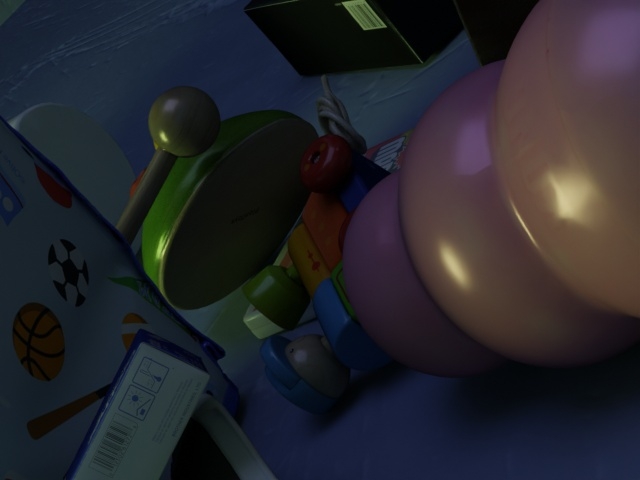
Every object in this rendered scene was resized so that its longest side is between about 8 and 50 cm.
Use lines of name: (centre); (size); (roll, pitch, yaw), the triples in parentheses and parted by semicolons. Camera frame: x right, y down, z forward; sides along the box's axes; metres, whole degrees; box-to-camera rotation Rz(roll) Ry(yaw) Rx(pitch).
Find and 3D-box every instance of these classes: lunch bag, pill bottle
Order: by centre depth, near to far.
lunch bag: (-0.260, 0.126, 1.148); (0.239, 0.328, 0.385); (-9, 38, 52)
pill bottle: (-0.356, 0.017, 1.709); (0.363, 0.210, 0.210); (-27, 24, 31)

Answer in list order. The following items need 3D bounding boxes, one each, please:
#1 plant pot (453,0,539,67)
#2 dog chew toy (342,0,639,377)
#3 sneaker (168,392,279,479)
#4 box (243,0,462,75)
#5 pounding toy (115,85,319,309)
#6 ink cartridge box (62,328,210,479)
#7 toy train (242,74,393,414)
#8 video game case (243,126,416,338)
plant pot: (0.198, -0.261, 1.371); (0.230, 0.215, 0.215); (-23, 23, 7)
dog chew toy: (0.138, -0.025, 0.961); (0.332, 0.206, 0.206); (-32, 20, 41)
sneaker: (-0.076, 0.189, 1.001); (0.147, 0.104, 0.296); (-37, 24, -5)
box: (0.066, -0.260, 1.708); (0.184, 0.103, 0.261); (-49, 21, -16)
pounding toy: (-0.111, -0.049, 1.380); (0.183, 0.110, 0.237); (-57, -23, 11)
ink cartridge box: (-0.129, 0.154, 0.990); (0.207, 0.046, 0.097); (-63, 7, -2)
toy train: (0.000, 0.000, 1.220); (0.143, 0.105, 0.248); (-49, 36, 15)
video game case: (0.082, -0.037, 1.322); (0.285, 0.025, 0.204); (-23, 26, 37)
